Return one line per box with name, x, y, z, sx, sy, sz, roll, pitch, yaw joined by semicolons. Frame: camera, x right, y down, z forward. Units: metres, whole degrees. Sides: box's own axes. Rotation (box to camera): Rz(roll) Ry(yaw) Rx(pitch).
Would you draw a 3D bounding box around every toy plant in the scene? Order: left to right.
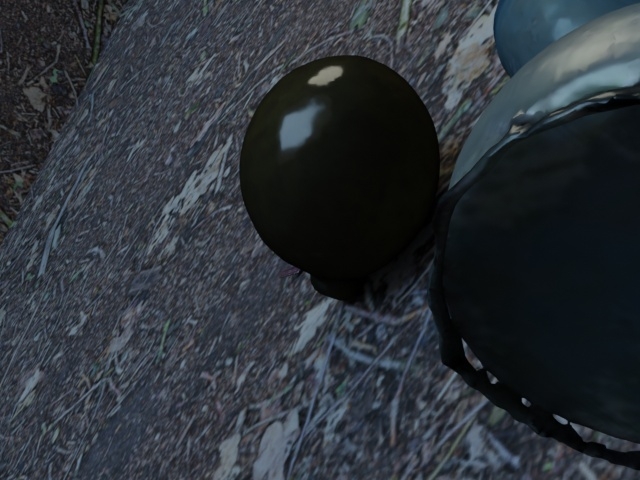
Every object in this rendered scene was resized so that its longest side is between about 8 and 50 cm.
toy plant;0.192;-0.083;0.583;0.247;0.247;0.332;-35;25;43

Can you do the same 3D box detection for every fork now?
fork;0.001;0.001;1.149;0.115;0.012;0.016;-42;28;19

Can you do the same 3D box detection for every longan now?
longan;0.016;-0.048;1.002;0.185;0.159;0.204;-63;-23;-66
